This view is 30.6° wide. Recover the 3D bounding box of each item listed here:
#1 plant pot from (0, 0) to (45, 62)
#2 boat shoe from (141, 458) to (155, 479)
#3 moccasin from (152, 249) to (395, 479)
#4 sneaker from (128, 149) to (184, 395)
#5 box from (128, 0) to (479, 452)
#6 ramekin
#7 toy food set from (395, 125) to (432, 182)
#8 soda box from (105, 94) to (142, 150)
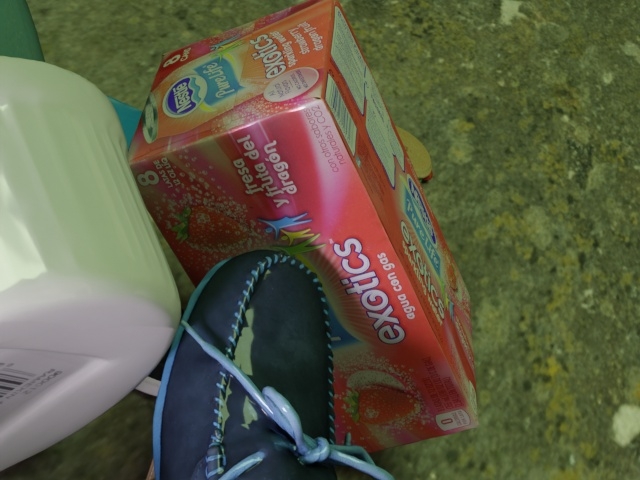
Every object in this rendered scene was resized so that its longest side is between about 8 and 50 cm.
[{"bbox_3d":[-0.289,-0.096,0.745,0.195,0.290,0.290,40,30,-26],"label":"plant pot"},{"bbox_3d":[-0.107,0.179,0.735,0.059,0.063,0.170,29,35,-20],"label":"boat shoe"},{"bbox_3d":[-0.021,0.167,0.670,0.137,0.116,0.342,17,66,-38],"label":"moccasin"},{"bbox_3d":[-0.150,0.007,0.849,0.217,0.121,0.079,44,36,11],"label":"sneaker"},{"bbox_3d":[0.000,0.000,0.841,0.154,0.142,0.300,-84,152,-52],"label":"box"},{"bbox_3d":[-0.212,0.039,0.637,0.277,0.277,0.135,-8,61,-46],"label":"ramekin"},{"bbox_3d":[0.086,-0.093,1.260,0.082,0.020,0.083,16,39,-27],"label":"toy food set"},{"bbox_3d":[-0.255,-0.103,0.934,0.210,0.071,0.067,23,36,-19],"label":"soda box"}]
